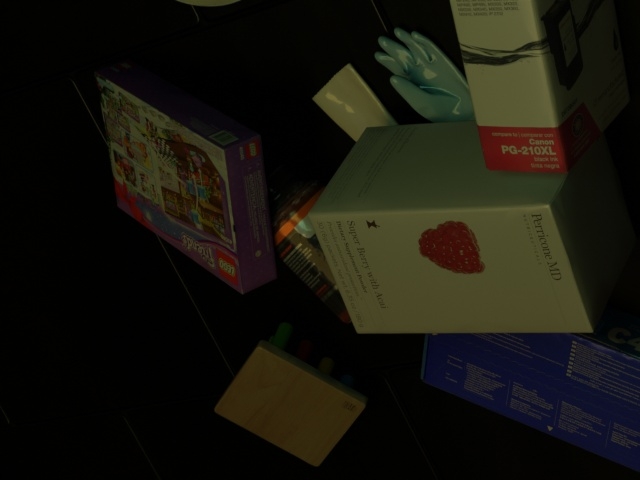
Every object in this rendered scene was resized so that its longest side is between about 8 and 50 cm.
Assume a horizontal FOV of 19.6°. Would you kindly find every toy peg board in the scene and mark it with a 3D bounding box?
[{"bbox_3d":[-0.031,0.194,2.441,0.160,0.079,0.161,29,136,-6],"label":"toy peg board"}]

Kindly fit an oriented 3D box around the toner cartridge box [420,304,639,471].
[{"bbox_3d":[0.292,0.148,2.161,0.347,0.075,0.165,22,130,22],"label":"toner cartridge box"}]

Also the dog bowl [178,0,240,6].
[{"bbox_3d":[-0.123,-0.396,2.040,0.264,0.104,0.265,16,125,24],"label":"dog bowl"}]

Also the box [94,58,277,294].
[{"bbox_3d":[-0.167,-0.083,2.267,0.293,0.057,0.201,33,138,45],"label":"box"}]

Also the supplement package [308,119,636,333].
[{"bbox_3d":[0.169,-0.016,2.035,0.293,0.175,0.178,-2,126,31],"label":"supplement package"}]

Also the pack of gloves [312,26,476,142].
[{"bbox_3d":[0.110,-0.120,2.123,0.232,0.046,0.195,48,135,-2],"label":"pack of gloves"}]

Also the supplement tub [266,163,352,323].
[{"bbox_3d":[0.000,0.000,2.244,0.198,0.106,0.106,45,135,0],"label":"supplement tub"}]

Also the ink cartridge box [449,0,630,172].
[{"bbox_3d":[0.224,-0.212,1.885,0.100,0.172,0.237,4,122,33],"label":"ink cartridge box"}]
